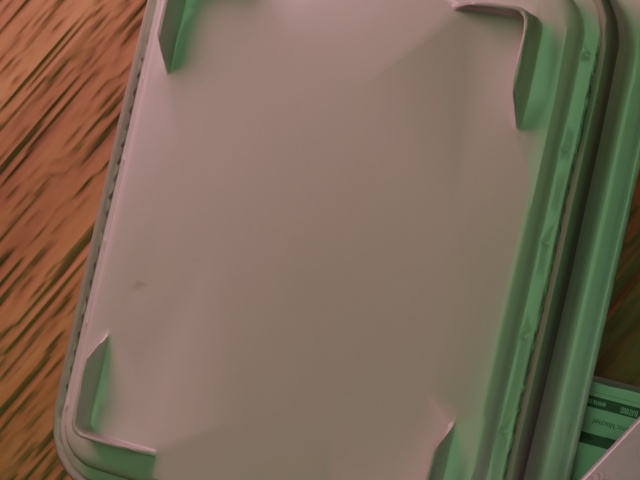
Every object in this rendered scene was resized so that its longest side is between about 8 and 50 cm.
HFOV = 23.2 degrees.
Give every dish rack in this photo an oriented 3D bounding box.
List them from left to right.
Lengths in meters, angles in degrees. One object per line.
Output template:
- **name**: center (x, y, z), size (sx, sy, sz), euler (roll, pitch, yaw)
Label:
- **dish rack**: center (0.000, 0.000, 0.766), size (0.285, 0.072, 0.333), euler (12, 89, 26)

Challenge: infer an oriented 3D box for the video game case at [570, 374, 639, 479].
- **video game case**: center (0.071, 0.150, 0.795), size (0.212, 0.023, 0.193), euler (14, 81, 12)

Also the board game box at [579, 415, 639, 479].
- **board game box**: center (0.168, 0.258, 0.610), size (0.318, 0.066, 0.318), euler (-45, 60, -10)
